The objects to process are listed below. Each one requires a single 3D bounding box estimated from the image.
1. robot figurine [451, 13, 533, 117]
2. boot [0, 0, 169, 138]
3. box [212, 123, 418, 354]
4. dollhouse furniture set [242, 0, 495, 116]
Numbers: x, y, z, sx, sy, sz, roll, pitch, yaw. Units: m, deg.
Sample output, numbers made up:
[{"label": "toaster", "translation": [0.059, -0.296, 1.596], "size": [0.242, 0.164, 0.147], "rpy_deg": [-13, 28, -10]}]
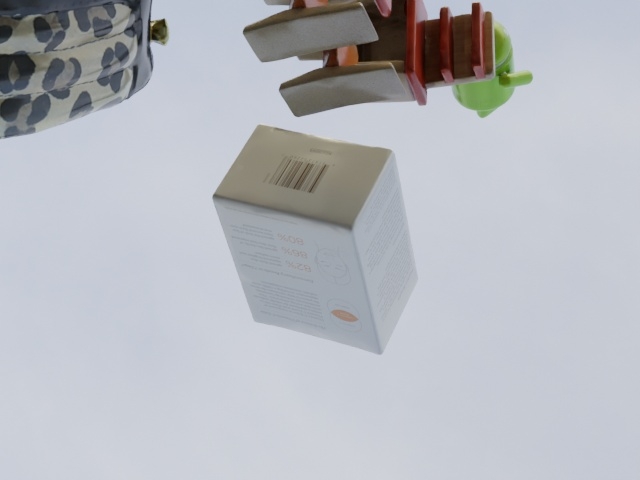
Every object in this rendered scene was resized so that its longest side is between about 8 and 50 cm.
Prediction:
[{"label": "robot figurine", "translation": [0.163, -0.178, 1.377], "size": [0.067, 0.115, 0.101], "rpy_deg": [-37, -125, -14]}, {"label": "boot", "translation": [-0.049, -0.140, 0.382], "size": [0.085, 0.236, 0.179], "rpy_deg": [26, -56, 23]}, {"label": "box", "translation": [0.000, 0.000, 1.157], "size": [0.130, 0.170, 0.091], "rpy_deg": [13, -126, 22]}, {"label": "dollhouse furniture set", "translation": [0.047, -0.221, 1.091], "size": [0.135, 0.259, 0.262], "rpy_deg": [-7, -119, 17]}]
